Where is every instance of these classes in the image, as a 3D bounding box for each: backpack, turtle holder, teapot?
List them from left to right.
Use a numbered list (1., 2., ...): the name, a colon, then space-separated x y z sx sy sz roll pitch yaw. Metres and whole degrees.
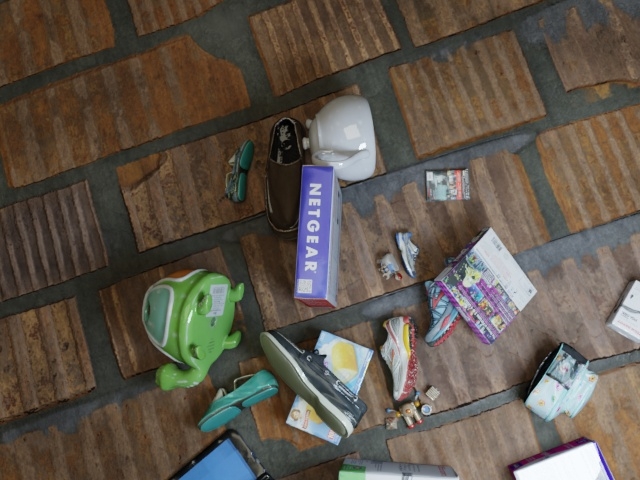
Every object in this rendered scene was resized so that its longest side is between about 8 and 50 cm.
1. turtle holder: -0.355 0.229 1.851 0.227 0.243 0.320 11 122 23
2. teapot: 0.044 -0.272 1.856 0.187 0.256 0.253 -7 75 -3
3. backpack: 0.607 0.373 1.726 0.144 0.166 0.188 42 90 21

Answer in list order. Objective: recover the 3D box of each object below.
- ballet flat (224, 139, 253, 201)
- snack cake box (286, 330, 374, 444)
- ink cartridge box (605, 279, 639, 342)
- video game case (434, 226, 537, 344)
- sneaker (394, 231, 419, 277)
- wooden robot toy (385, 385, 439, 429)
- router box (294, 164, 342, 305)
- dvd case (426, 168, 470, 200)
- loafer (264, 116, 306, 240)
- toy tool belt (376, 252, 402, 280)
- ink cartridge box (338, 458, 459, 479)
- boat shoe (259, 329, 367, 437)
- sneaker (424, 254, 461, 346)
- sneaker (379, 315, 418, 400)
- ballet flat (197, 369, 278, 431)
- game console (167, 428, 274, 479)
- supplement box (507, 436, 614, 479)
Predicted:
1. ballet flat: -0.243 -0.205 1.978 0.070 0.070 0.188 9 78 8
2. snack cake box: 0.027 0.392 1.829 0.152 0.089 0.264 20 83 9
3. ink cartridge box: 0.833 0.188 1.788 0.099 0.056 0.135 30 84 10
4. video game case: 0.437 0.119 1.780 0.210 0.042 0.232 -45 105 -18
5. sneaker: 0.250 0.036 1.884 0.058 0.052 0.135 -16 79 -1
6. wooden robot toy: 0.245 0.453 1.798 0.173 0.079 0.076 -31 78 1
7. router box: 0.000 0.000 1.791 0.082 0.301 0.336 2 80 6
8. dvd case: 0.360 -0.156 1.923 0.119 0.013 0.087 -3 80 5
9. loafer: -0.106 -0.184 1.921 0.133 0.130 0.366 -5 80 6
10. toy tool belt: 0.190 0.081 1.889 0.051 0.052 0.083 -34 73 32
11. ink cartridge box: 0.193 0.630 1.705 0.289 0.211 0.122 2 80 7
12. boat shoe: -0.013 0.342 1.744 0.113 0.127 0.340 -36 67 -30
13. sneaker: 0.331 0.161 1.841 0.125 0.104 0.262 25 75 19
14. sneaker: 0.210 0.317 1.834 0.092 0.088 0.225 -3 79 27
15. ballet flat: -0.233 0.431 1.866 0.247 0.083 0.087 -30 54 1
16. game console: -0.278 0.688 1.777 0.293 0.250 0.173 -41 105 -1
17. supplement box: 0.603 0.591 1.717 0.220 0.111 0.114 -23 78 2
